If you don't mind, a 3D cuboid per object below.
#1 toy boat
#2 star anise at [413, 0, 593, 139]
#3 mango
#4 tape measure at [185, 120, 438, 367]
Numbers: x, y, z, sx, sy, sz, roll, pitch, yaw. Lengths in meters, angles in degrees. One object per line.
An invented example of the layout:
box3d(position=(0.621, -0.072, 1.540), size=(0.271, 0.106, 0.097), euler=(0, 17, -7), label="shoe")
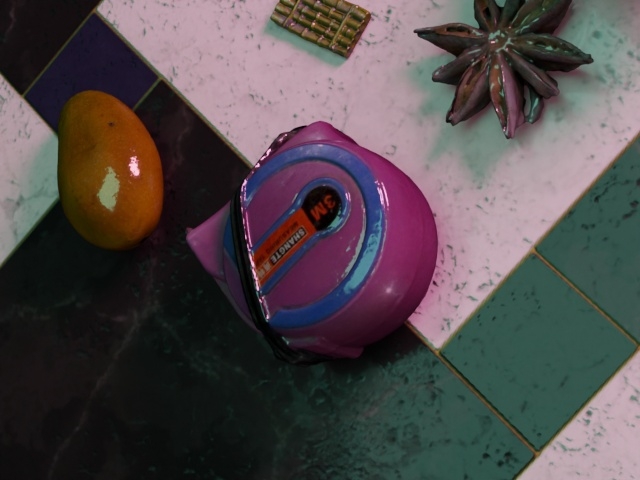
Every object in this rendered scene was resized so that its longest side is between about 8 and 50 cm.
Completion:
box3d(position=(-0.001, -0.262, 1.330), size=(0.115, 0.016, 0.063), euler=(30, 91, 26), label="toy boat")
box3d(position=(0.197, -0.206, 1.209), size=(0.195, 0.065, 0.182), euler=(-41, 62, 15), label="star anise")
box3d(position=(-0.258, -0.091, 1.366), size=(0.136, 0.099, 0.227), euler=(-35, 59, 21), label="mango")
box3d(position=(0.000, 0.000, 1.210), size=(0.231, 0.149, 0.245), euler=(-42, 59, 13), label="tape measure")
